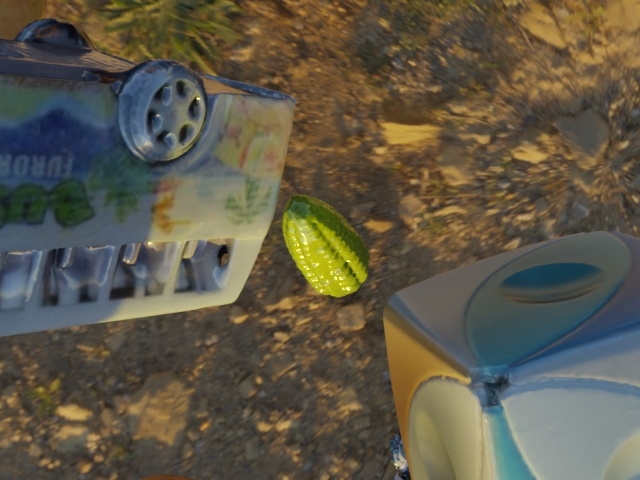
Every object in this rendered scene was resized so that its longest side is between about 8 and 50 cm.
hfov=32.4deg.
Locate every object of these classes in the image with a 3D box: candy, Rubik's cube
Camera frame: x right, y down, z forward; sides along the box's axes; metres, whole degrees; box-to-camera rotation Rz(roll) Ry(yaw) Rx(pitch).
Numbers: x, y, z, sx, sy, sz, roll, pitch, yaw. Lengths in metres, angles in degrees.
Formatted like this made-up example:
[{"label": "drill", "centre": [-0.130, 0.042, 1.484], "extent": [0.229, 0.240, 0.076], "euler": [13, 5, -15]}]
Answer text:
[{"label": "candy", "centre": [0.000, 0.000, 1.454], "extent": [0.096, 0.209, 0.097], "euler": [-8, 62, 16]}, {"label": "Rubik's cube", "centre": [0.296, 0.210, 1.296], "extent": [0.351, 0.347, 0.352], "euler": [-13, 107, -13]}]

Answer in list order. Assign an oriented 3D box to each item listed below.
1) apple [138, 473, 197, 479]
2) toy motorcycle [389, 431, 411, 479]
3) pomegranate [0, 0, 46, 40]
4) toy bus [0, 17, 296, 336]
[{"label": "apple", "centre": [-0.249, 0.496, 1.866], "extent": [0.235, 0.173, 0.210], "euler": [26, 110, 2]}, {"label": "toy motorcycle", "centre": [0.202, 0.384, 1.834], "extent": [0.239, 0.108, 0.204], "euler": [-39, 105, -12]}, {"label": "pomegranate", "centre": [-0.327, -0.219, 0.891], "extent": [0.229, 0.270, 0.252], "euler": [8, 103, 39]}, {"label": "toy bus", "centre": [-0.159, -0.028, 0.476], "extent": [0.109, 0.329, 0.136], "euler": [22, 107, 38]}]
